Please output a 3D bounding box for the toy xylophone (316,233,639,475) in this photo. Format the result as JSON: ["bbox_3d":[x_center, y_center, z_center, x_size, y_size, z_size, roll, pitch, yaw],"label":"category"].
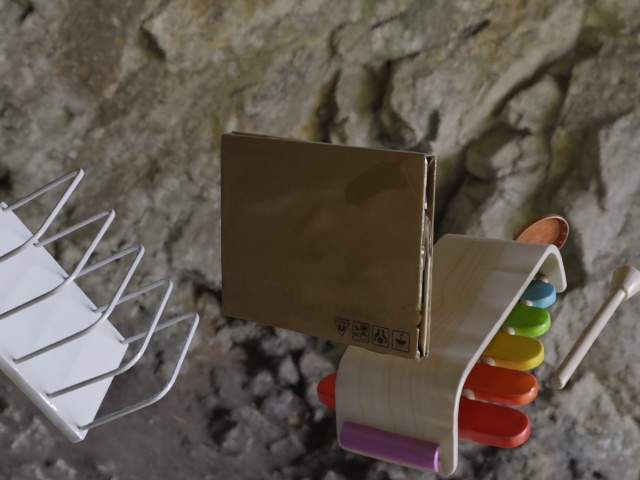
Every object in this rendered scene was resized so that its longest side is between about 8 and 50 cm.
[{"bbox_3d":[0.153,0.089,0.883,0.236,0.322,0.081,12,-54,38],"label":"toy xylophone"}]

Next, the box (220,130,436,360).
[{"bbox_3d":[0.000,0.000,0.779,0.201,0.164,0.021,10,15,34],"label":"box"}]

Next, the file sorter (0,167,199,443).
[{"bbox_3d":[-0.311,0.080,1.221,0.278,0.173,0.193,55,27,-25],"label":"file sorter"}]

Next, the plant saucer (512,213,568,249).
[{"bbox_3d":[0.273,-0.001,1.192,0.083,0.083,0.013,28,23,-45],"label":"plant saucer"}]
